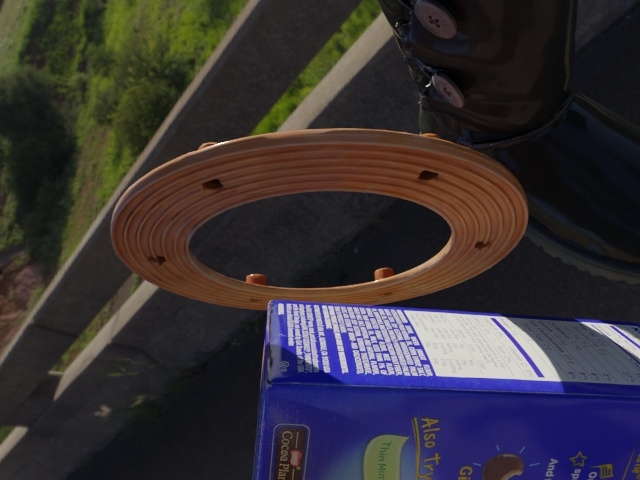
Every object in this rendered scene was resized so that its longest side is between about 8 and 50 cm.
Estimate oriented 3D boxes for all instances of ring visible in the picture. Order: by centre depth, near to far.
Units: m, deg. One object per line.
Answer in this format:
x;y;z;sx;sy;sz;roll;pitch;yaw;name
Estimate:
0.000;0.000;0.445;0.336;0.336;0.032;-27;57;44;ring

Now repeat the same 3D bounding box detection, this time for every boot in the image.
0.190;-0.163;0.415;0.366;0.445;0.146;29;74;34;boot

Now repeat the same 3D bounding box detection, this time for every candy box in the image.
0.105;0.194;0.410;0.122;0.316;0.269;-100;16;-67;candy box
